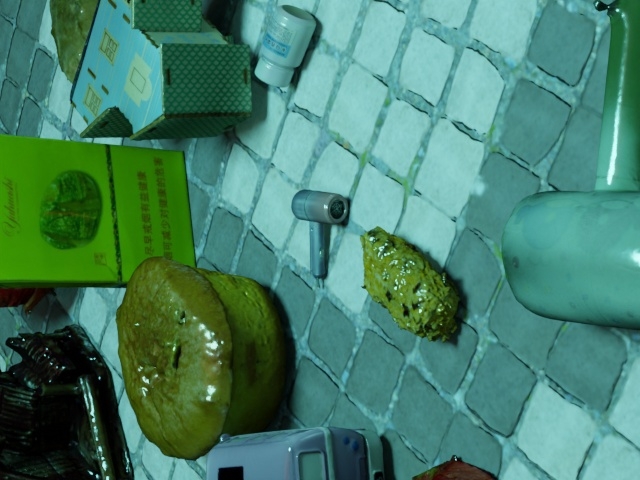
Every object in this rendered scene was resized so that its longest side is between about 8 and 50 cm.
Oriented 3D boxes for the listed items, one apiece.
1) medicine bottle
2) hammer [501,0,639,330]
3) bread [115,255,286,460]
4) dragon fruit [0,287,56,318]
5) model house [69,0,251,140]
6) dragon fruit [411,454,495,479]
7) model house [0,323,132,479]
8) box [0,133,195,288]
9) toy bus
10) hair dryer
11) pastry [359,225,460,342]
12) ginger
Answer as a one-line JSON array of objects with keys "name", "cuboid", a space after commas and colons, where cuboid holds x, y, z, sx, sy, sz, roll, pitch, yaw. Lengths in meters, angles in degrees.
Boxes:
[{"name": "medicine bottle", "cuboid": [-0.043, -0.230, 1.519, 0.052, 0.052, 0.089, 48, 124, 40]}, {"name": "hammer", "cuboid": [0.264, -0.092, 1.107, 0.206, 0.118, 0.336, 2, 84, 49]}, {"name": "bread", "cuboid": [-0.152, 0.148, 1.574, 0.268, 0.145, 0.269, 2, 92, 54]}, {"name": "dragon fruit", "cuboid": [-0.480, -0.018, 1.907, 0.241, 0.241, 0.252, -25, 54, 48]}, {"name": "model house", "cuboid": [-0.178, -0.212, 1.586, 0.206, 0.178, 0.271, 48, 126, 37]}, {"name": "dragon fruit", "cuboid": [0.114, 0.280, 1.261, 0.161, 0.127, 0.121, -46, 63, 41]}, {"name": "model house", "cuboid": [-0.436, 0.302, 1.802, 0.297, 0.282, 0.317, 25, 109, 49]}, {"name": "box", "cuboid": [-0.310, -0.033, 1.617, 0.047, 0.335, 0.187, -17, 75, 46]}, {"name": "toy bus", "cuboid": [-0.034, 0.278, 1.422, 0.202, 0.142, 0.142, -17, 77, 50]}, {"name": "hair dryer", "cuboid": [0.000, 0.000, 1.479, 0.063, 0.037, 0.114, 11, 105, 49]}, {"name": "pastry", "cuboid": [0.090, 0.045, 1.346, 0.140, 0.056, 0.080, 34, 126, 43]}, {"name": "ginger", "cuboid": [-0.270, -0.332, 1.753, 0.270, 0.123, 0.219, -33, 67, 34]}]
